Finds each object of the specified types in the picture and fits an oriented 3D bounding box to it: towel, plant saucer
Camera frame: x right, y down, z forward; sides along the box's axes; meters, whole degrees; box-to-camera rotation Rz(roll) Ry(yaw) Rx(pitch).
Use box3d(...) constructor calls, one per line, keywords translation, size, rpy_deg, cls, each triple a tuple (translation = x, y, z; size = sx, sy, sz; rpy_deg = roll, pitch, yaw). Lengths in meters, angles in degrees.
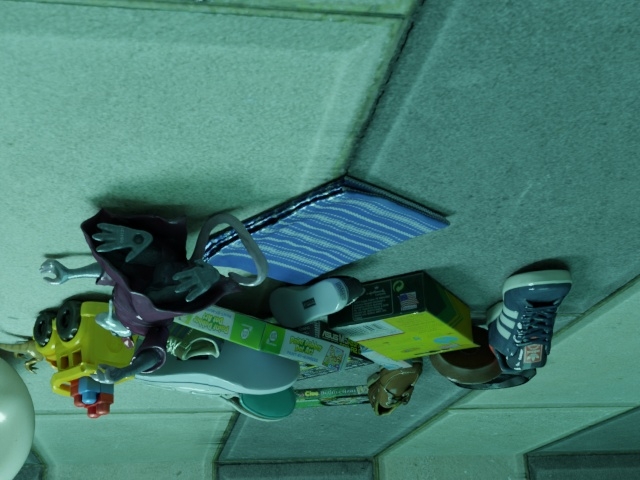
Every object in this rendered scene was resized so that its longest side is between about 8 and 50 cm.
box3d(translation=(0.000, 0.000, 1.415), size=(0.336, 0.040, 0.243), rpy_deg=(-23, 152, 40), cls="towel")
box3d(translation=(0.316, 0.235, 1.911), size=(0.168, 0.168, 0.029), rpy_deg=(-3, 129, 1), cls="plant saucer")

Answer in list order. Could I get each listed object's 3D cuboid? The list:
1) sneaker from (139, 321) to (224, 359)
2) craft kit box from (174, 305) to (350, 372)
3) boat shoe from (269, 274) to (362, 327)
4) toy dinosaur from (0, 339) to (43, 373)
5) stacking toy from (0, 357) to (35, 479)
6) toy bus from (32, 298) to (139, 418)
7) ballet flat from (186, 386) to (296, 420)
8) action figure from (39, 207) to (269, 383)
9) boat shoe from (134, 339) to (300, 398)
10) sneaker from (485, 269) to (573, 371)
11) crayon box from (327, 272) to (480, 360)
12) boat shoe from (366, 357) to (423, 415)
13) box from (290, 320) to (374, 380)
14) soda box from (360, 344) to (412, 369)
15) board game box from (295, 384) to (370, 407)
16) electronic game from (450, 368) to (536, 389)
box3d(translation=(-0.283, 0.196, 1.786), size=(0.192, 0.086, 0.064), rpy_deg=(3, 139, -17), cls="sneaker")
box3d(translation=(-0.113, 0.176, 1.691), size=(0.249, 0.061, 0.246), rpy_deg=(12, 175, 41), cls="craft kit box")
box3d(translation=(-0.007, 0.103, 1.633), size=(0.076, 0.080, 0.228), rpy_deg=(-16, 174, -37), cls="boat shoe")
box3d(translation=(-0.615, 0.229, 1.900), size=(0.211, 0.064, 0.112), rpy_deg=(5, 141, -42), cls="toy dinosaur")
box3d(translation=(-0.834, 0.401, 2.077), size=(0.350, 0.351, 0.480), rpy_deg=(3, 176, -15), cls="stacking toy")
box3d(translation=(-0.449, 0.235, 1.715), size=(0.220, 0.212, 0.149), rpy_deg=(-21, 154, 40), cls="toy bus")
box3d(translation=(-0.223, 0.329, 2.123), size=(0.139, 0.139, 0.400), rpy_deg=(-20, 149, 36), cls="ballet flat")
box3d(translation=(-0.277, 0.069, 1.426), size=(0.275, 0.248, 0.370), rpy_deg=(-24, 165, -23), cls="action figure")
box3d(translation=(-0.231, 0.277, 1.899), size=(0.367, 0.136, 0.156), rpy_deg=(2, 155, -8), cls="boat shoe")
box3d(translation=(0.408, 0.165, 1.732), size=(0.131, 0.148, 0.350), rpy_deg=(-3, 158, -1), cls="sneaker")
box3d(translation=(0.171, 0.159, 1.776), size=(0.202, 0.081, 0.318), rpy_deg=(-13, 156, 24), cls="crayon box")
box3d(translation=(0.195, 0.373, 2.281), size=(0.110, 0.105, 0.307), rpy_deg=(0, 158, -8), cls="boat shoe")
box3d(translation=(-0.047, 0.257, 2.021), size=(0.270, 0.060, 0.216), rpy_deg=(-18, 153, 32), cls="box")
box3d(translation=(0.148, 0.242, 2.012), size=(0.063, 0.058, 0.183), rpy_deg=(-12, 156, 22), cls="soda box")
box3d(translation=(0.019, 0.444, 2.538), size=(0.259, 0.030, 0.136), rpy_deg=(-4, 160, 3), cls="board game box")
box3d(translation=(0.440, 0.343, 2.313), size=(0.229, 0.048, 0.229), rpy_deg=(-1, 159, 0), cls="electronic game")
